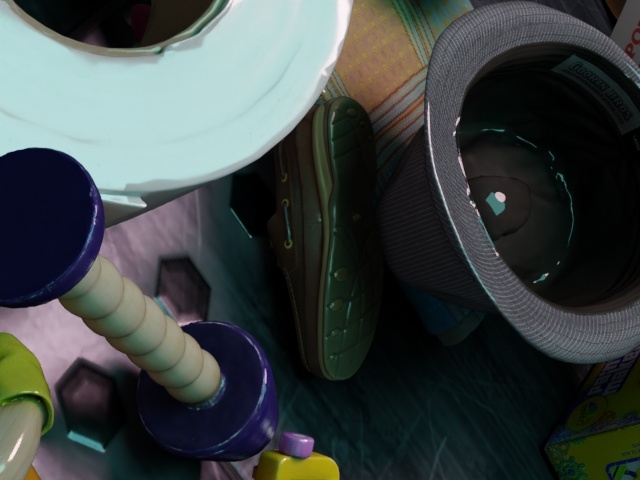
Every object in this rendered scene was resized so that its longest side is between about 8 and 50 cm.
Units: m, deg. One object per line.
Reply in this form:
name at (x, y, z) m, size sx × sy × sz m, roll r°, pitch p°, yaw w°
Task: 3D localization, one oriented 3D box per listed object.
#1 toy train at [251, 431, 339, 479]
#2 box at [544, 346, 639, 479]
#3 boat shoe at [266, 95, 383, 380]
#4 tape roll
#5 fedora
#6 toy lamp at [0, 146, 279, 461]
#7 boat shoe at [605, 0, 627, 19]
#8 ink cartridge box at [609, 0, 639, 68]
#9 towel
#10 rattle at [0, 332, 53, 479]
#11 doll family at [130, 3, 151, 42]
toy train at (-0.029, 0.175, 0.816) m, size 0.166 × 0.046 × 0.125 m, roll 47°, pitch 66°, yaw -42°
box at (0.361, 0.193, 1.192) m, size 0.279 × 0.177 × 0.290 m, roll 62°, pitch 36°, yaw -9°
boat shoe at (0.000, 0.000, 0.924) m, size 0.064 × 0.060 × 0.178 m, roll 5°, pitch 83°, yaw -54°
tape roll at (-0.126, -0.148, 0.722) m, size 0.286 × 0.100 × 0.286 m, roll 7°, pitch 76°, yaw -31°
fedora at (0.129, -0.029, 0.975) m, size 0.275 × 0.124 × 0.243 m, roll -28°, pitch 93°, yaw -43°
toy lamp at (-0.085, 0.049, 0.709) m, size 0.274 × 0.080 × 0.080 m, roll 52°, pitch 33°, yaw -59°
boat shoe at (0.346, -0.200, 1.454) m, size 0.073 × 0.073 × 0.207 m, roll -18°, pitch 88°, yaw -52°
ink cartridge box at (0.304, -0.072, 1.074) m, size 0.119 × 0.207 × 0.353 m, roll -9°, pitch 42°, yaw -38°
towel at (0.059, -0.135, 1.083) m, size 0.370 × 0.040 × 0.271 m, roll 60°, pitch 36°, yaw -11°
rattle at (-0.209, 0.123, 0.619) m, size 0.130 × 0.142 × 0.200 m, roll 39°, pitch 53°, yaw 12°
doll family at (-0.041, -0.216, 0.891) m, size 0.163 × 0.118 × 0.263 m, roll -16°, pitch 88°, yaw -36°
